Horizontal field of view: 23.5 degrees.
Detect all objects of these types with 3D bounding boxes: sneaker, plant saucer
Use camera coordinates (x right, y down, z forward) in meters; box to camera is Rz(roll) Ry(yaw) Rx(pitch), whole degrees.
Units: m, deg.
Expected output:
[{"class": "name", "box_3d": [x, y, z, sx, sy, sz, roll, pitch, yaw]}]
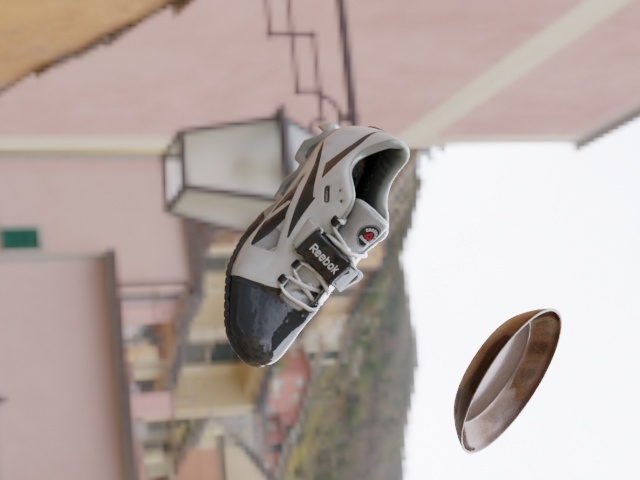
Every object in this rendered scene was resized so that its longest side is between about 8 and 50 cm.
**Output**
[{"class": "sneaker", "box_3d": [0.000, 0.000, 1.818, 0.146, 0.122, 0.330, 5, -116, 48]}, {"class": "plant saucer", "box_3d": [0.212, 0.157, 1.802, 0.036, 0.199, 0.198, 32, -52, 27]}]
